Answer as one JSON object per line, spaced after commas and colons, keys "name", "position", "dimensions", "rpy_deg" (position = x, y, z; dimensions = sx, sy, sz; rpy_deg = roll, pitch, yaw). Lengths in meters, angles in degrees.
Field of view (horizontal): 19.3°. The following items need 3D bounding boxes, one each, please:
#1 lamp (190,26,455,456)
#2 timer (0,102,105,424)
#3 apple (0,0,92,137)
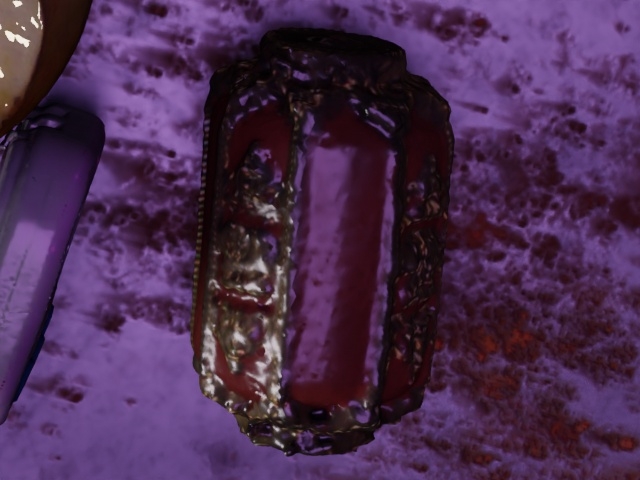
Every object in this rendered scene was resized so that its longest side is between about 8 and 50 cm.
{"name": "lamp", "position": [0.000, 0.000, 1.234], "dimensions": [0.177, 0.177, 0.274], "rpy_deg": [2, 105, -5]}
{"name": "timer", "position": [-0.193, 0.011, 1.195], "dimensions": [0.069, 0.208, 0.190], "rpy_deg": [20, 102, -7]}
{"name": "apple", "position": [-0.253, -0.197, 1.155], "dimensions": [0.251, 0.163, 0.293], "rpy_deg": [-36, 92, 36]}
